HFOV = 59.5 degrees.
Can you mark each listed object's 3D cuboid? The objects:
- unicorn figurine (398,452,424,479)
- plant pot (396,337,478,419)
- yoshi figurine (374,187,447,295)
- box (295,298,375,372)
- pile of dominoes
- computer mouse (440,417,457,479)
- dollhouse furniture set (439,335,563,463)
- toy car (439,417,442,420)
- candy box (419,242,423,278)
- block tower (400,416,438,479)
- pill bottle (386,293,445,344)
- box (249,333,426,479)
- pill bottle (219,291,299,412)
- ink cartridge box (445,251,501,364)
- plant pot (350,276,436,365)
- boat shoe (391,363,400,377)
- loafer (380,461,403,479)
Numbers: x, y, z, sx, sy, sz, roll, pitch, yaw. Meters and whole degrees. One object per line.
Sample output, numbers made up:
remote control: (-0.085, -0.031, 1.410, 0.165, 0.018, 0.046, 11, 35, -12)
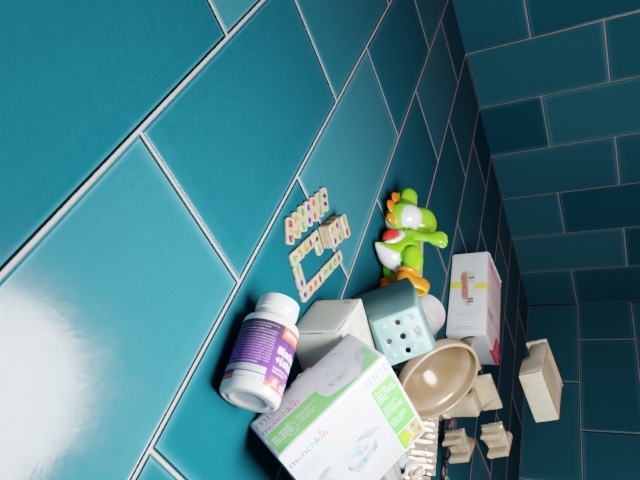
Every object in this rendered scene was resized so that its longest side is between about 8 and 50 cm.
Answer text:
unicorn figurine: (0.218, 0.606, 1.530, 0.111, 0.161, 0.060, -49, 138, -19)
plant pot: (0.283, 0.339, 1.461, 0.110, 0.237, 0.237, 46, -12, 53)
yoshi figurine: (0.278, 0.015, 1.681, 0.203, 0.203, 0.362, 71, 24, -56)
box: (0.053, 0.297, 1.248, 0.148, 0.121, 0.311, -45, 124, -55)
pile of dominoes: (0.000, 0.000, 1.295, 0.251, 0.040, 0.196, -45, 124, -56)
computer mouse: (0.457, 0.732, 1.986, 0.071, 0.041, 0.242, 30, 66, -67)
dollhouse furniture set: (0.565, 0.484, 1.847, 0.256, 0.394, 0.362, -26, 95, -61)
toy car: (0.416, 0.610, 1.945, 0.041, 0.060, 0.122, 54, 18, 12)
candy box: (0.323, 0.033, 1.911, 0.105, 0.027, 0.206, 39, 52, -56)
block tower: (0.295, 0.532, 1.659, 0.097, 0.090, 0.336, 96, 1, -66)
pill bottle: (0.267, 0.252, 1.642, 0.229, 0.131, 0.131, -27, 109, -53)
box: (0.039, 0.355, 1.074, 0.262, 0.126, 0.231, -39, 121, -18)
pill bottle: (-0.099, 0.194, 0.995, 0.108, 0.108, 0.194, 56, 39, -42)
ink cartridge box: (0.641, 0.281, 2.317, 0.279, 0.160, 0.385, 54, 40, -44)
plant pot: (0.180, 0.206, 1.337, 0.234, 0.165, 0.166, -88, 157, -87)
boat shoe: (0.226, 0.404, 1.553, 0.335, 0.121, 0.119, -59, 135, -48)
loafer: (0.155, 0.562, 1.400, 0.111, 0.112, 0.320, -43, 122, -47)
